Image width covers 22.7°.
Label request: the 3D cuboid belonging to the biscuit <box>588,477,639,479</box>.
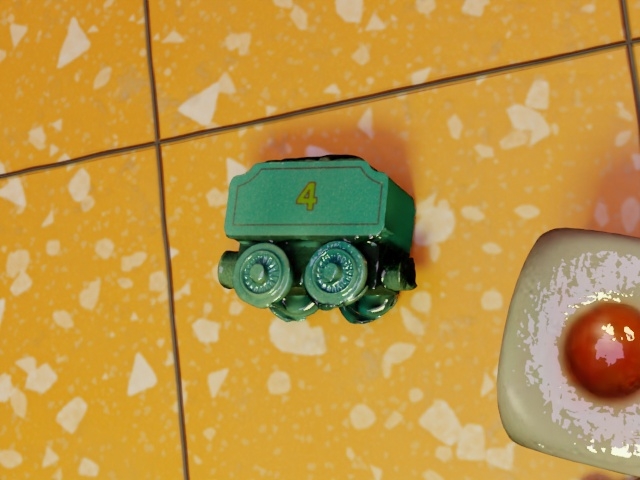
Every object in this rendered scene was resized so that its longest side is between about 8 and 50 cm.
[{"bbox_3d":[0.276,0.260,1.404,0.140,0.023,0.118,33,96,24],"label":"biscuit"}]

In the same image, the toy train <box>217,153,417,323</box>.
[{"bbox_3d":[0.000,0.000,1.519,0.198,0.107,0.154,0,75,24],"label":"toy train"}]

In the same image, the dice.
[{"bbox_3d":[0.266,0.098,1.340,0.193,0.192,0.194,10,85,26],"label":"dice"}]
